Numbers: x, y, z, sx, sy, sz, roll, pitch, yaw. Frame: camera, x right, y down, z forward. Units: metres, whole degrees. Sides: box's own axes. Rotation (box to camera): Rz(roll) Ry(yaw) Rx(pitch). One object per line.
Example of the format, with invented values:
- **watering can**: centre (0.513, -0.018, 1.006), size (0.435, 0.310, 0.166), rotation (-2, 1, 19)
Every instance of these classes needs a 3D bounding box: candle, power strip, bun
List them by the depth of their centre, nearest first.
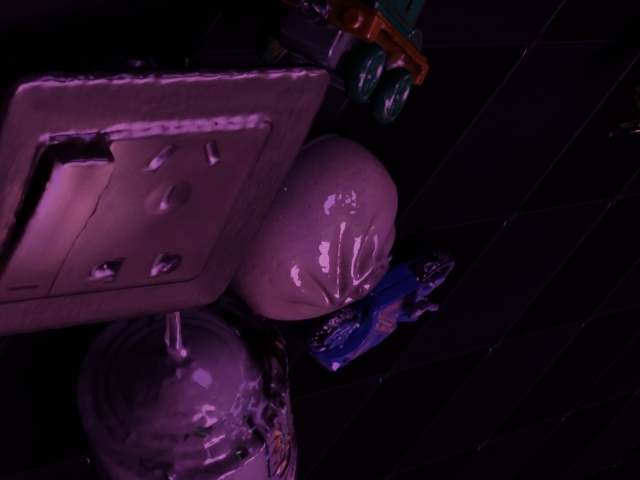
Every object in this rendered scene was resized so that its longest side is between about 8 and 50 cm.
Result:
- **power strip**: centre (-0.149, -0.042, 1.384), size (0.251, 0.092, 0.257), rotation (-11, 145, -39)
- **candle**: centre (-0.113, 0.141, 1.678), size (0.187, 0.187, 0.330), rotation (-35, 155, -17)
- **bun**: centre (0.000, 0.000, 1.686), size (0.173, 0.120, 0.173), rotation (-38, 159, -18)

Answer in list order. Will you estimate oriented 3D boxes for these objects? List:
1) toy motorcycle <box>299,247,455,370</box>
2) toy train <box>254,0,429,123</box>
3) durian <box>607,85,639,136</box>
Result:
- **toy motorcycle**: centre (0.050, 0.071, 1.978), size (0.205, 0.076, 0.114), rotation (-27, 163, -39)
- **toy train**: centre (0.028, -0.168, 1.440), size (0.136, 0.091, 0.227), rotation (-65, 164, 2)
- **durian**: centre (0.406, -0.209, 2.004), size (0.375, 0.106, 0.132), rotation (-36, 156, -17)
